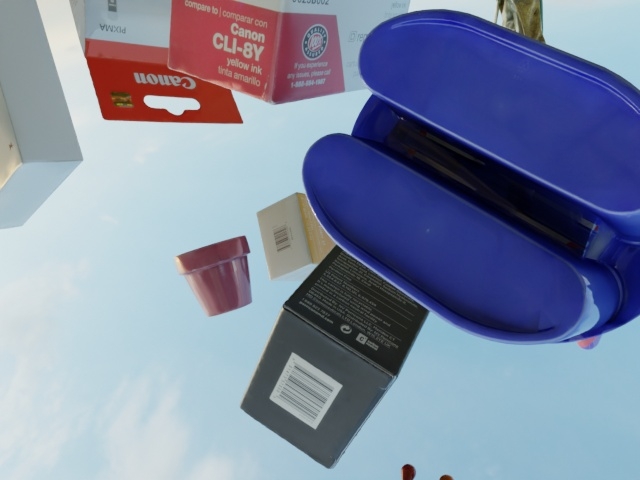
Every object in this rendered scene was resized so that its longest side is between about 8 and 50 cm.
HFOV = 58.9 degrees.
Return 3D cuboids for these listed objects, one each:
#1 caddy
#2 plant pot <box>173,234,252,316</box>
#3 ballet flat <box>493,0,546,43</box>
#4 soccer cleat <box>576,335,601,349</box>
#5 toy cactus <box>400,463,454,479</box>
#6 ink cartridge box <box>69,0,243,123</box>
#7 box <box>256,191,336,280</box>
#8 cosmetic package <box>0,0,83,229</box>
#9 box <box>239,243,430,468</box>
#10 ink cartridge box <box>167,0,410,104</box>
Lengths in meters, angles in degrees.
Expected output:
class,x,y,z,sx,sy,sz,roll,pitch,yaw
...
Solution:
class,x,y,z,sx,sy,sz,roll,pitch,yaw
caddy,0.152,-0.053,0.522,0.341,0.241,0.179,36,-164,27
plant pot,-0.268,0.099,1.512,0.201,0.180,0.201,-18,-178,1
ballet flat,0.436,-0.415,1.231,0.123,0.349,0.123,-5,172,-1
soccer cleat,0.573,0.121,1.156,0.083,0.248,0.095,-16,-157,-34
toy cactus,0.168,0.413,0.729,0.112,0.219,0.180,-43,-175,44
ink cartridge box,-0.310,-0.419,1.104,0.308,0.385,0.091,-8,165,-41
box,0.000,0.000,1.717,0.168,0.215,0.345,-23,163,35
cosmetic package,-0.521,-0.238,0.901,0.097,0.378,0.284,-12,170,-45
box,0.062,0.166,1.087,0.211,0.294,0.395,31,-142,9
ink cartridge box,-0.004,-0.371,0.625,0.160,0.385,0.279,25,-150,27
